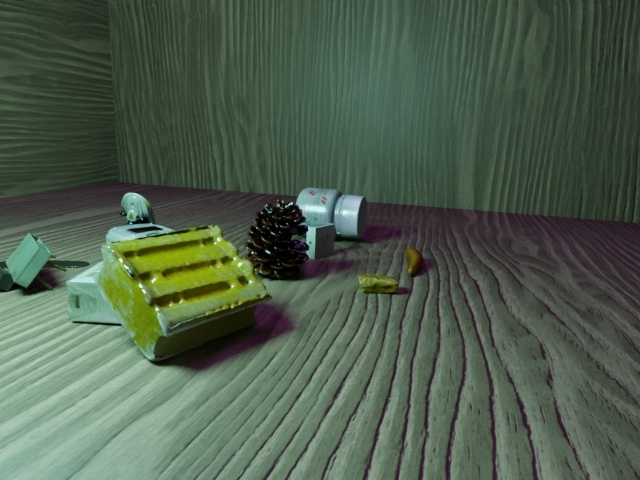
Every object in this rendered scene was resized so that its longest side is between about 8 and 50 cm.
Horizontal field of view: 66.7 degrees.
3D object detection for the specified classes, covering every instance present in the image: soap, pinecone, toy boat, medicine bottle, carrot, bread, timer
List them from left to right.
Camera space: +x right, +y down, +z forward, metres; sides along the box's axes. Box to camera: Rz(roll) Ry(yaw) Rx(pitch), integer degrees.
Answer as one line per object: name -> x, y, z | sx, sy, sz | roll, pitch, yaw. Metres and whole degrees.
toy boat -> -0.822, -0.106, 2.176 | 0.140, 0.141, 0.269 | 0, -21, -8
timer -> -0.735, -0.011, 2.019 | 0.236, 0.087, 0.262 | 13, 16, 39
soap -> -0.329, 0.111, 1.199 | 0.293, 0.156, 0.335 | 46, 32, 20
pinecone -> -0.141, -0.007, 1.688 | 0.246, 0.292, 0.246 | 12, 33, -8
medicine bottle -> 0.053, -0.121, 2.283 | 0.301, 0.242, 0.241 | 6, 14, 17
bread -> 0.188, 0.141, 1.587 | 0.132, 0.054, 0.074 | 4, 13, 1
carrot -> 0.363, 0.083, 1.874 | 0.066, 0.062, 0.271 | 35, 17, -5

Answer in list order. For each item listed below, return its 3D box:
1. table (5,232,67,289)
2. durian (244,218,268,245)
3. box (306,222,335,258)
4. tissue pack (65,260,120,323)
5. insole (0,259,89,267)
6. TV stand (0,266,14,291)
table -> -0.889, 0.074, 1.532 | 0.111, 0.122, 0.240 | 41, -14, -37
durian -> -0.217, -0.002, 1.979 | 0.195, 0.167, 0.196 | -12, -8, -2
box -> 0.000, 0.000, 1.998 | 0.051, 0.130, 0.130 | 12, 16, 36
tissue pack -> -0.549, 0.133, 1.338 | 0.184, 0.124, 0.225 | 4, 14, 4
insole -> -1.001, 0.084, 1.744 | 0.327, 0.007, 0.111 | 1, 14, -6
TV stand -> -1.029, 0.104, 1.537 | 0.256, 0.049, 0.040 | 13, -21, 42
